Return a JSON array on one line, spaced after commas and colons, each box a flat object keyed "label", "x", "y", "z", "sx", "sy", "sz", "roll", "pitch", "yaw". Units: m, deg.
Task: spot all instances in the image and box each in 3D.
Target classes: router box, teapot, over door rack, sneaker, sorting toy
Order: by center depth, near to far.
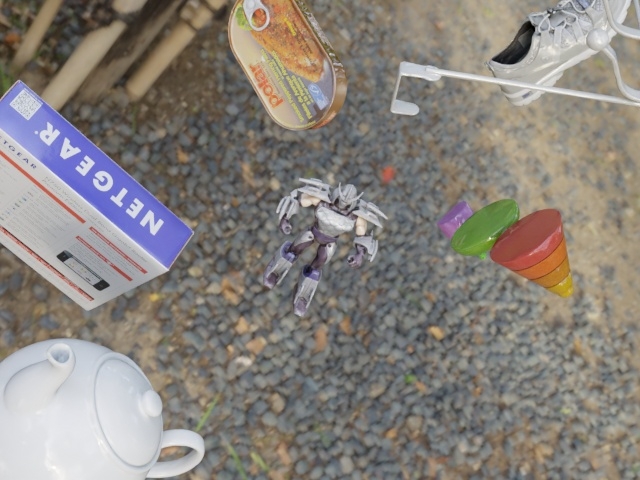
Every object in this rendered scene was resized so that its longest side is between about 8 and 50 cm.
[{"label": "over door rack", "x": 0.237, "y": -0.247, "z": 1.045, "sx": 0.324, "sy": 0.108, "sz": 0.239, "roll": 1, "pitch": 47, "yaw": 8}, {"label": "teapot", "x": -0.278, "y": 0.228, "z": 1.210, "sx": 0.256, "sy": 0.187, "sz": 0.252, "roll": -41, "pitch": 111, "yaw": -73}, {"label": "router box", "x": -0.403, "y": -0.051, "z": 1.491, "sx": 0.335, "sy": 0.301, "sz": 0.082, "roll": 43, "pitch": 54, "yaw": -19}, {"label": "sorting toy", "x": 0.305, "y": 0.019, "z": 1.574, "sx": 0.127, "sy": 0.365, "sz": 0.126, "roll": -41, "pitch": 106, "yaw": -7}, {"label": "sneaker", "x": 0.402, "y": -0.353, "z": 1.647, "sx": 0.115, "sy": 0.281, "sz": 0.105, "roll": 34, "pitch": 18, "yaw": -35}]

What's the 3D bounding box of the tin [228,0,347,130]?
[{"label": "tin", "x": -0.040, "y": -0.217, "z": 1.156, "sx": 0.040, "sy": 0.106, "sz": 0.189, "roll": -4, "pitch": 61, "yaw": -61}]

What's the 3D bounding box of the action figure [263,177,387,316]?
[{"label": "action figure", "x": 0.000, "y": 0.000, "z": 1.685, "sx": 0.185, "sy": 0.285, "sz": 0.099, "roll": 32, "pitch": 42, "yaw": -1}]
